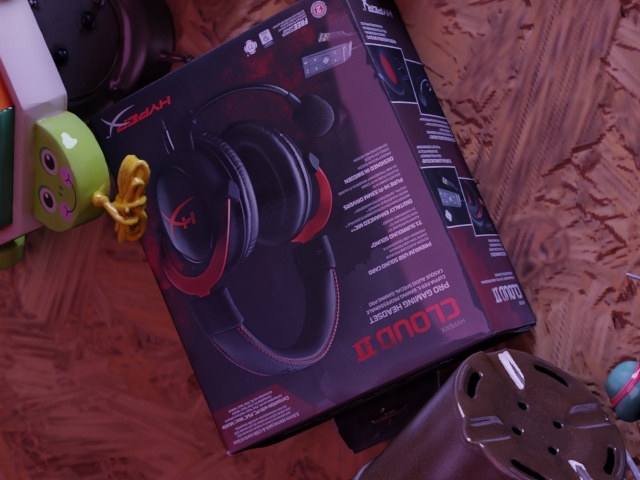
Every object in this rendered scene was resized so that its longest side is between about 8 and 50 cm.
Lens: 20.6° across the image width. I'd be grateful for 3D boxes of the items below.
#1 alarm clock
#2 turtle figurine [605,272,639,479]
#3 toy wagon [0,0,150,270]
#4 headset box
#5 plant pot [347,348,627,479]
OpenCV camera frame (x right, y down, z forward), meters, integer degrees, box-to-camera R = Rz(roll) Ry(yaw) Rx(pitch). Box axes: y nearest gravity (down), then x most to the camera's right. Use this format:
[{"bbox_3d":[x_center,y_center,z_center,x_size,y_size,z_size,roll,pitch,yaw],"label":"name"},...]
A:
[{"bbox_3d":[-0.193,-0.165,1.337,0.129,0.064,0.192,-48,72,17],"label":"alarm clock"},{"bbox_3d":[0.261,0.133,1.133,0.234,0.118,0.175,35,104,12],"label":"turtle figurine"},{"bbox_3d":[-0.254,-0.103,1.268,0.344,0.068,0.267,37,135,32],"label":"toy wagon"},{"bbox_3d":[0.000,0.000,1.233,0.218,0.110,0.293,-26,82,21],"label":"headset box"},{"bbox_3d":[0.104,0.168,1.141,0.167,0.167,0.165,43,126,16],"label":"plant pot"}]
